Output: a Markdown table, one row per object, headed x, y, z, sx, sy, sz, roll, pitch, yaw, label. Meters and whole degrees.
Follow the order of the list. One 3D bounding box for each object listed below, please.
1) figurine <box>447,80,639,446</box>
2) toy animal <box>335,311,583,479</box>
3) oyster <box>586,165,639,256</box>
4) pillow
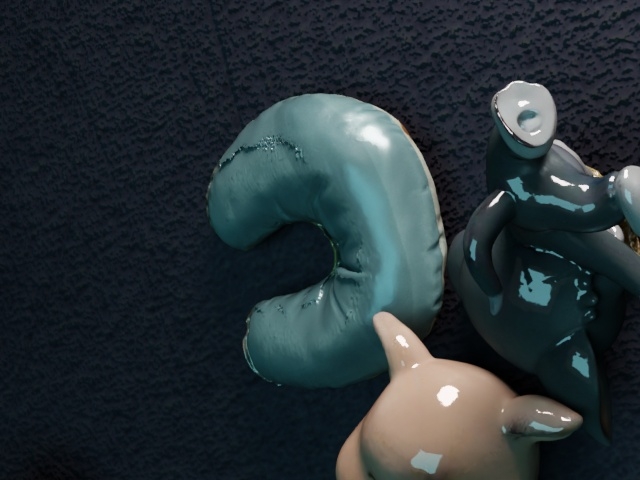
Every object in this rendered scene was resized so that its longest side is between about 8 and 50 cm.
| x | y | z | sx | sy | sz | roll | pitch | yaw | label |
| --- | --- | --- | --- | --- | --- | --- | --- | --- | --- |
| 0.158 | 0.013 | 0.855 | 0.140 | 0.265 | 0.193 | -44 | 61 | 0 | figurine |
| 0.095 | 0.193 | 0.945 | 0.166 | 0.154 | 0.250 | 14 | 129 | 15 | toy animal |
| 0.212 | -0.023 | 0.948 | 0.051 | 0.034 | 0.093 | -7 | 105 | 40 | oyster |
| 0.000 | 0.000 | 1.018 | 0.214 | 0.086 | 0.233 | -20 | 87 | 32 | pillow |
